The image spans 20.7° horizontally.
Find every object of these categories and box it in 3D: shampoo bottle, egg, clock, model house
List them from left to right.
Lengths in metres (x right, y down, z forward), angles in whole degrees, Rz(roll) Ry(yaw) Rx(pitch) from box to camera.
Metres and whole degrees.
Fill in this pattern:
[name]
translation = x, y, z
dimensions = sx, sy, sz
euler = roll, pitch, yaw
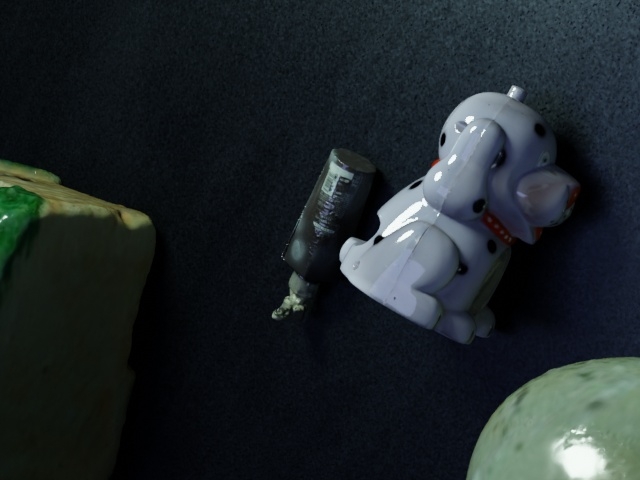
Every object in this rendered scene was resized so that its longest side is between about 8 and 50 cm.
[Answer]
[model house]
translation = -0.436, 0.093, 2.200
dimensions = 0.343, 0.335, 0.382
euler = 20, 95, 37
[shampoo bottle]
translation = 0.000, -0.001, 1.981
dimensions = 0.057, 0.064, 0.207
euler = 42, 119, 42
[clock]
translation = 0.155, -0.036, 1.796
dimensions = 0.189, 0.189, 0.254
euler = 39, 101, 33
[egg]
translation = 0.314, 0.283, 1.544
dimensions = 0.428, 0.345, 0.345
euler = 43, 119, 38
